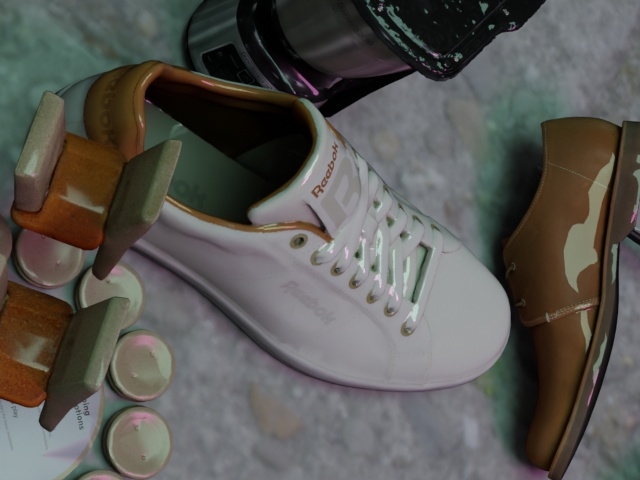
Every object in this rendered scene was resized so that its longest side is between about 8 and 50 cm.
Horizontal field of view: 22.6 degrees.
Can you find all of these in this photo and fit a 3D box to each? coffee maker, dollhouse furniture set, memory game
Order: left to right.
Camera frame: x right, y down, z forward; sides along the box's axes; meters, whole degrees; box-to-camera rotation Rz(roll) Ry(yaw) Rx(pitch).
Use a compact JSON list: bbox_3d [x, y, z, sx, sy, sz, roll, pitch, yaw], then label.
[{"bbox_3d":[-0.225,0.028,0.671,0.262,0.135,0.259,21,66,-12],"label":"dollhouse furniture set"},{"bbox_3d":[-0.153,0.073,0.771,0.186,0.012,0.186,6,78,-30],"label":"memory game"},{"bbox_3d":[0.037,-0.132,0.820,0.171,0.178,0.120,-18,92,-30],"label":"coffee maker"}]

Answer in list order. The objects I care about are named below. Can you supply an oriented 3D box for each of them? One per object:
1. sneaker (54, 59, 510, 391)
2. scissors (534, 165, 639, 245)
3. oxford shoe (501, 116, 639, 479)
[{"bbox_3d":[0.000,0.000,0.811,0.290,0.123,0.106,26,68,-26],"label":"sneaker"},{"bbox_3d":[0.260,0.038,0.970,0.297,0.109,0.021,34,91,-21],"label":"scissors"},{"bbox_3d":[0.138,0.032,0.929,0.076,0.076,0.212,9,84,9],"label":"oxford shoe"}]
